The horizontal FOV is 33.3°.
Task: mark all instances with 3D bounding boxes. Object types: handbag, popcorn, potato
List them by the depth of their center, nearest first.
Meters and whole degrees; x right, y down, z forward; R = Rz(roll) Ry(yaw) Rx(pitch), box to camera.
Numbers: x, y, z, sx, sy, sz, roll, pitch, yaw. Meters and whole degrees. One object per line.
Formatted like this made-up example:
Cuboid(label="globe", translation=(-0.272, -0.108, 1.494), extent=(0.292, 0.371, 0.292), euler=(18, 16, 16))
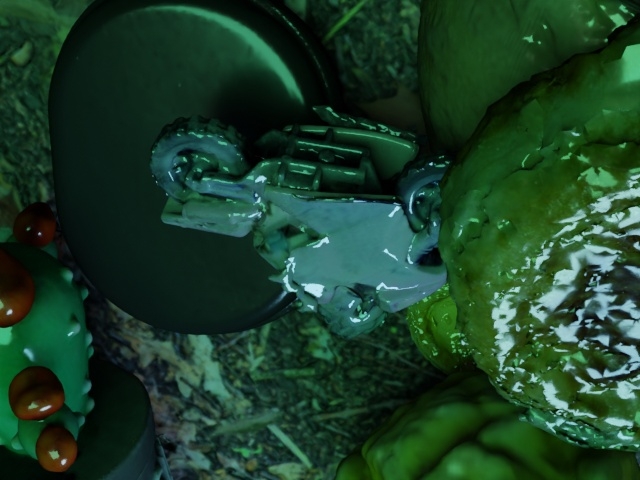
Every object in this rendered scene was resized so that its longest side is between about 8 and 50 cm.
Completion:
Cuboid(label="potato", translation=(0.138, -0.072, 0.754), extent=(0.189, 0.211, 0.264), euler=(19, 117, -4))
Cuboid(label="popcorn", translation=(0.137, 0.278, 0.844), extent=(0.293, 0.292, 0.334), euler=(-18, 111, 23))
Cuboid(label="handbag", translation=(-0.096, -0.066, 0.879), extent=(0.253, 0.093, 0.308), euler=(6, 113, 10))

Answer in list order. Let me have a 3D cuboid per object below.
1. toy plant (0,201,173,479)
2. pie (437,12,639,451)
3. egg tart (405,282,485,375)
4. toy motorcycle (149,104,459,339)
Cuboid(label="toy plant", translation=(-0.240, 0.143, 0.928), extent=(0.185, 0.279, 0.400), euler=(-5, 126, 11))
Cuboid(label="pie", translation=(0.227, 0.017, 0.635), extent=(0.288, 0.103, 0.355), euler=(-9, 127, 26))
Cuboid(label="egg tart", translation=(0.124, 0.069, 0.907), extent=(0.105, 0.039, 0.105), euler=(5, 113, 12))
Cuboid(label="toy motorcycle", translation=(-0.002, 0.004, 0.781), extent=(0.239, 0.108, 0.204), euler=(21, 139, 15))
